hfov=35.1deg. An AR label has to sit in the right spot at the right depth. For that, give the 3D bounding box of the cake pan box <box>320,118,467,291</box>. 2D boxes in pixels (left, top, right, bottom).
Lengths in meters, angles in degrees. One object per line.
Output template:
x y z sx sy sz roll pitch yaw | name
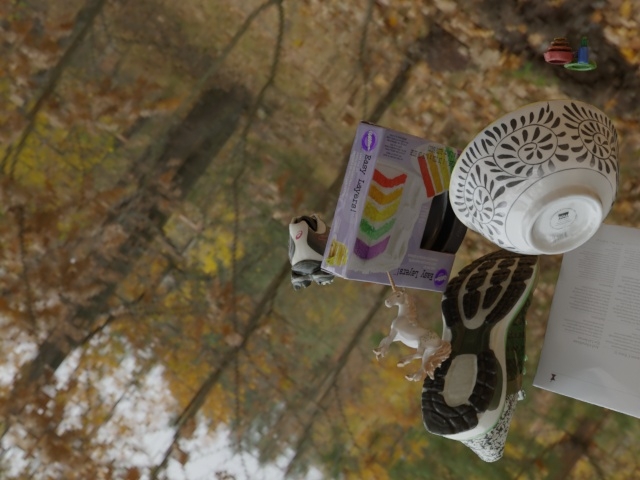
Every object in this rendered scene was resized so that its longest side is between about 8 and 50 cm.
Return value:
0.138 -0.047 1.644 0.267 0.246 0.070 12 -172 -44 | cake pan box

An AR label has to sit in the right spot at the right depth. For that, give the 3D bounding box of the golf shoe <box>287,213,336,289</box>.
0.000 0.000 1.863 0.273 0.105 0.120 -58 -46 -77 | golf shoe

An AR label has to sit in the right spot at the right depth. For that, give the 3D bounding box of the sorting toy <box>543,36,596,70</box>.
0.405 -0.302 1.623 0.102 0.042 0.061 6 179 -36 | sorting toy

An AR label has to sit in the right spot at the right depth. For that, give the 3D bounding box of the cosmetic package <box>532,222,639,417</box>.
0.530 0.135 1.544 0.097 0.284 0.377 17 177 -43 | cosmetic package

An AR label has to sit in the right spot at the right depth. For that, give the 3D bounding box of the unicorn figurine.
0.132 0.142 1.542 0.162 0.111 0.060 36 162 22 | unicorn figurine

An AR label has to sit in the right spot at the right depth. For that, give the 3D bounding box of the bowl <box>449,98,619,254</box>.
0.212 -0.040 0.943 0.170 0.170 0.080 37 -155 -39 | bowl

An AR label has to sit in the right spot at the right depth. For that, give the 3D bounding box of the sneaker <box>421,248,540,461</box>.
0.287 0.189 1.696 0.158 0.410 0.182 -2 137 35 | sneaker
